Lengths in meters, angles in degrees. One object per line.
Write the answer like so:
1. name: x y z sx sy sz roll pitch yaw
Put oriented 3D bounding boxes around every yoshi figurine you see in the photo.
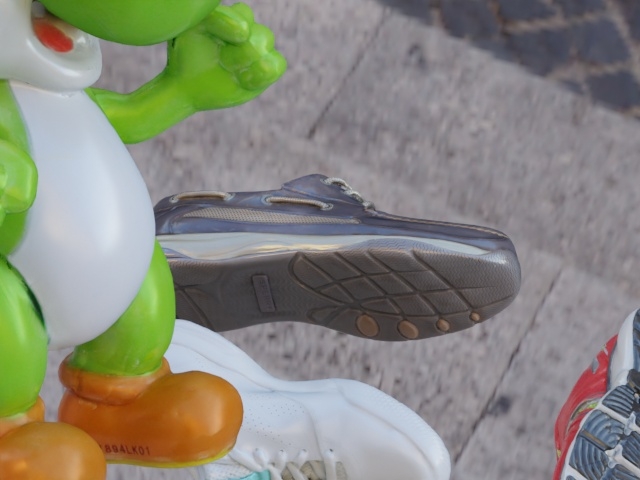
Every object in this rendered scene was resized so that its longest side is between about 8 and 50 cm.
1. yoshi figurine: -0.110 -0.054 0.968 0.203 0.203 0.362 -7 100 -7

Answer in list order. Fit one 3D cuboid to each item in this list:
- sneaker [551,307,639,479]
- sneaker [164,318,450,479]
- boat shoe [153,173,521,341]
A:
1. sneaker: 0.236 0.172 1.621 0.107 0.118 0.279 42 36 -4
2. sneaker: -0.030 0.125 1.193 0.212 0.080 0.094 18 44 19
3. boat shoe: 0.000 0.000 1.757 0.355 0.132 0.130 2 51 6
